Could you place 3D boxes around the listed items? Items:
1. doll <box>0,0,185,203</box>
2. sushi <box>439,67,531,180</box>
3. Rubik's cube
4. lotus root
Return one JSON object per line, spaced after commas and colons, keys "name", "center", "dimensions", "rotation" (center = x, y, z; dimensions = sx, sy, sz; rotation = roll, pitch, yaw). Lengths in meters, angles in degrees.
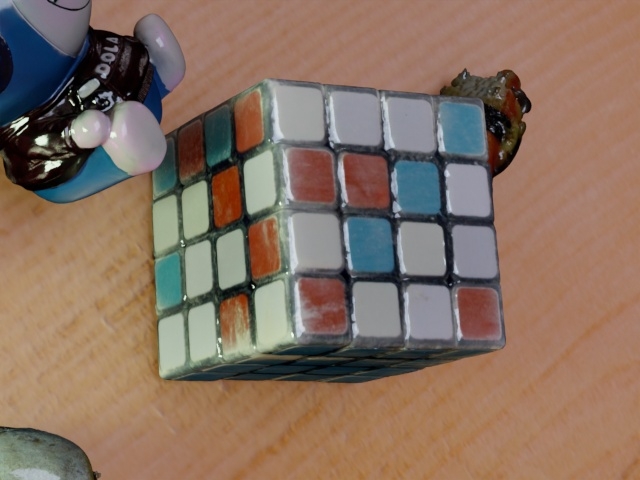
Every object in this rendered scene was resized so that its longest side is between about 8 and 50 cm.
{"name": "doll", "center": [-0.291, -0.185, 1.655], "dimensions": [0.310, 0.240, 0.284], "rotation": [49, 16, -29]}
{"name": "sushi", "center": [0.164, -0.119, 2.010], "dimensions": [0.103, 0.097, 0.226], "rotation": [52, 42, -18]}
{"name": "Rubik's cube", "center": [0.001, 0.000, 1.776], "dimensions": [0.259, 0.256, 0.253], "rotation": [5, 76, -32]}
{"name": "lotus root", "center": [-0.277, 0.210, 1.655], "dimensions": [0.165, 0.088, 0.088], "rotation": [14, 71, -19]}
